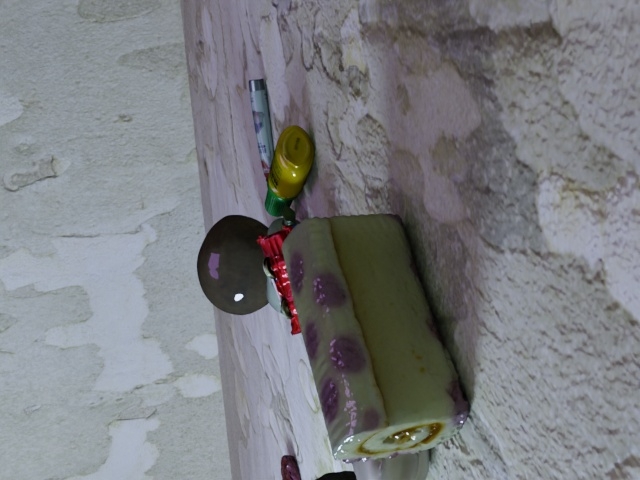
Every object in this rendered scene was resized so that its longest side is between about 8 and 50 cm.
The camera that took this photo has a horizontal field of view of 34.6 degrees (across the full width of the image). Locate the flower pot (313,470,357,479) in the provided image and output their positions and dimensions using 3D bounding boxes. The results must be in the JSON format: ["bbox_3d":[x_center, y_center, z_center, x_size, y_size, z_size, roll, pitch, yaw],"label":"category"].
[{"bbox_3d":[0.024,0.564,1.799,0.302,0.213,0.302,173,90,-77],"label":"flower pot"}]

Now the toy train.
[{"bbox_3d":[-0.042,0.070,2.001,0.131,0.082,0.204,-24,-88,-63],"label":"toy train"}]

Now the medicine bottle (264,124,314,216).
[{"bbox_3d":[-0.069,-0.126,2.094,0.309,0.076,0.111,113,159,-68],"label":"medicine bottle"}]

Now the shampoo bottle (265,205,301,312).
[{"bbox_3d":[-0.069,0.035,2.161,0.118,0.087,0.234,-107,16,-47],"label":"shampoo bottle"}]

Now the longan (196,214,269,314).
[{"bbox_3d":[-0.192,0.059,2.424,0.246,0.215,0.246,-23,63,56],"label":"longan"}]

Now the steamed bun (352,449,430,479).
[{"bbox_3d":[0.103,0.308,1.548,0.183,0.106,0.183,172,90,-81],"label":"steamed bun"}]

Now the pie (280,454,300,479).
[{"bbox_3d":[-0.074,0.628,2.650,0.153,0.038,0.154,175,90,-78],"label":"pie"}]

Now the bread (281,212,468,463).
[{"bbox_3d":[0.066,0.126,1.416,0.155,0.187,0.338,113,147,-53],"label":"bread"}]

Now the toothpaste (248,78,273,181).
[{"bbox_3d":[-0.132,-0.253,2.374,0.062,0.039,0.239,-166,67,-69],"label":"toothpaste"}]
